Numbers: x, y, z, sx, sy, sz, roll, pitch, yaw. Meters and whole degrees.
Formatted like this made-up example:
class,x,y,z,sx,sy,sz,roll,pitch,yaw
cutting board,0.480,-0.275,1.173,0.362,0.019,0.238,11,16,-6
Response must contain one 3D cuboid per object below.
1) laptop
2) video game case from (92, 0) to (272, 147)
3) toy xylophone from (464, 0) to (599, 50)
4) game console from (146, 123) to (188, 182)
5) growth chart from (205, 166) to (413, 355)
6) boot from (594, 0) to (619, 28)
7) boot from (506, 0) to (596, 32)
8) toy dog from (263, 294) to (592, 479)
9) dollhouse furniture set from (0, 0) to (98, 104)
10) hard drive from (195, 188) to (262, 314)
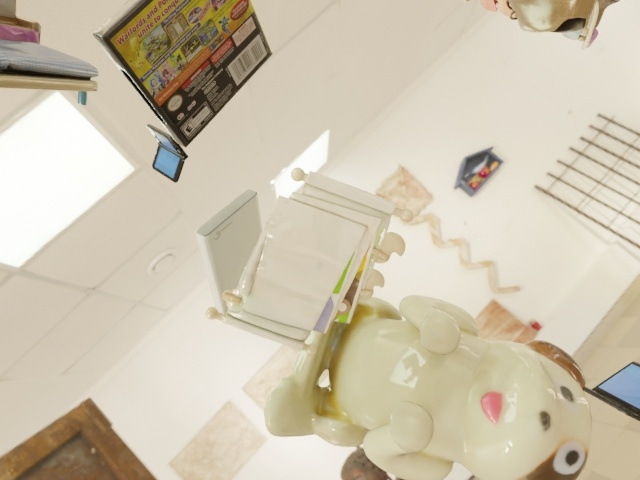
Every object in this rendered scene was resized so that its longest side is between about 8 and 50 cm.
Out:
class,x,y,z,sx,sy,sz,roll,pitch,yaw
laptop,0.753,0.350,1.095,0.136,0.264,0.234,-62,18,-1
video game case,-0.218,-0.345,0.801,0.275,0.035,0.248,-53,-29,-15
toy xylophone,0.450,-0.522,0.973,0.236,0.323,0.081,-13,-47,-58
game console,-0.402,-0.222,1.151,0.071,0.122,0.107,-50,-33,-16
growth chart,-0.010,0.034,0.538,0.237,0.172,0.021,-59,13,16
boot,0.623,-0.525,0.986,0.042,0.118,0.087,-14,25,-3
boot,0.264,-0.337,0.597,0.305,0.112,0.115,-94,-2,-62
toy dog,0.180,0.249,0.696,0.395,0.408,0.284,52,-126,-42
dollhouse furniture set,-0.367,-0.276,0.501,0.286,0.303,0.198,-34,-38,-63
hard drive,-0.259,0.047,1.400,0.233,0.047,0.353,-47,-31,-38
